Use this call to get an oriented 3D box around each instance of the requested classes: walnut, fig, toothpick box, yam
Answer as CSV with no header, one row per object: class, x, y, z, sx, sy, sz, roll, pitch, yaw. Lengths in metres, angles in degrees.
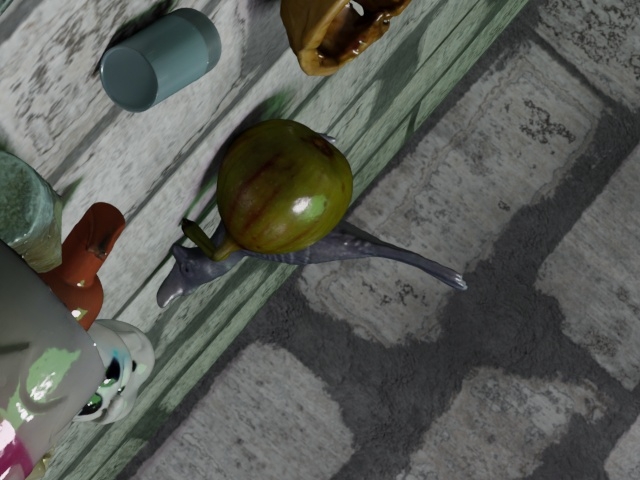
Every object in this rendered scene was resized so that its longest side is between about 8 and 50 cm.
walnut,0.022,-0.228,1.387,0.167,0.087,0.211,-42,172,-6
fig,-0.060,-0.041,1.766,0.186,0.148,0.142,-50,167,5
toothpick box,-0.112,-0.128,1.171,0.083,0.052,0.052,-41,170,-50
yam,-0.206,-0.015,1.107,0.068,0.068,0.169,-49,175,-5

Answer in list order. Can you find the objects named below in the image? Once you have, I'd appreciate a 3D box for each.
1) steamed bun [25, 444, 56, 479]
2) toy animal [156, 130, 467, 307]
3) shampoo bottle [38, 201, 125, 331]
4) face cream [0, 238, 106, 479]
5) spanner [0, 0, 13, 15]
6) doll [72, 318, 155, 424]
steamed bun,-0.268,0.136,1.244,0.218,0.144,0.211,-48,175,-11
toy animal,-0.018,-0.034,1.872,0.081,0.367,0.206,-4,90,-73
shampoo bottle,-0.233,0.065,1.371,0.244,0.085,0.085,-52,174,29
face cream,-0.247,0.093,0.946,0.195,0.175,0.175,-48,174,-22
spanner,-0.106,-0.198,0.936,0.302,0.017,0.071,-46,173,-42
doll,-0.235,0.133,1.687,0.110,0.107,0.181,-61,175,2
